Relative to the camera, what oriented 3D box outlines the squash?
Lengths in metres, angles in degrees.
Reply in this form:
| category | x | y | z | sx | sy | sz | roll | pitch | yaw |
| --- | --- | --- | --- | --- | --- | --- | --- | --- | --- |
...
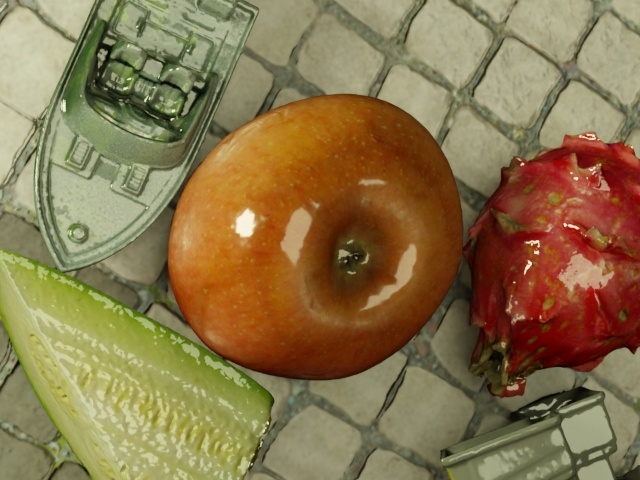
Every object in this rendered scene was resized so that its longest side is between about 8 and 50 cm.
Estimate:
| category | x | y | z | sx | sy | sz | roll | pitch | yaw |
| --- | --- | --- | --- | --- | --- | --- | --- | --- | --- |
| squash | -0.203 | 0.161 | 1.571 | 0.289 | 0.111 | 0.203 | 27 | 72 | -17 |

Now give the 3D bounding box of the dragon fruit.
| category | x | y | z | sx | sy | sz | roll | pitch | yaw |
| --- | --- | --- | --- | --- | --- | --- | --- | --- | --- |
| dragon fruit | 0.228 | 0.026 | 1.685 | 0.205 | 0.210 | 0.268 | 36 | 81 | 5 |

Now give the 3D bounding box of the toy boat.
| category | x | y | z | sx | sy | sz | roll | pitch | yaw |
| --- | --- | --- | --- | --- | --- | --- | --- | --- | --- |
| toy boat | -0.170 | -0.117 | 1.614 | 0.141 | 0.092 | 0.319 | 25 | 80 | -13 |

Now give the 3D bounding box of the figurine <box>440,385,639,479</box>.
| category | x | y | z | sx | sy | sz | roll | pitch | yaw |
| --- | --- | --- | --- | --- | --- | --- | --- | --- | --- |
| figurine | 0.241 | 0.295 | 1.668 | 0.342 | 0.167 | 0.285 | -23 | 89 | -24 |

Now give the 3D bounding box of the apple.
| category | x | y | z | sx | sy | sz | roll | pitch | yaw |
| --- | --- | --- | --- | --- | --- | --- | --- | --- | --- |
| apple | 0.000 | 0.000 | 1.604 | 0.272 | 0.206 | 0.251 | -18 | 95 | -20 |
